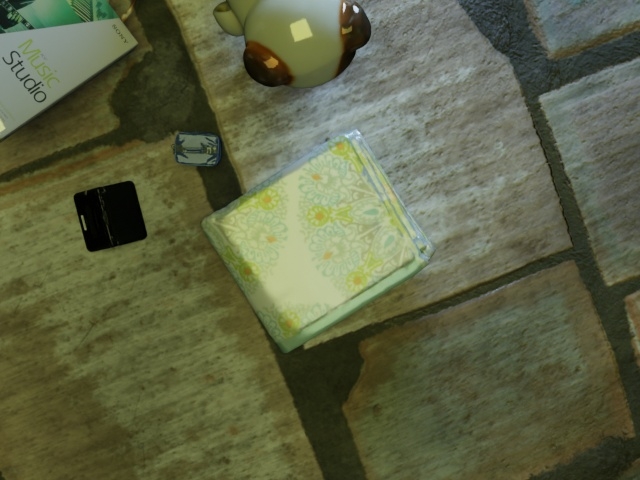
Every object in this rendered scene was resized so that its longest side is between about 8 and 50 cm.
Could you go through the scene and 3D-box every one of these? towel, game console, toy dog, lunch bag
[{"bbox_3d":[0.000,0.000,1.609,0.374,0.090,0.321,-32,92,0],"label":"towel"},{"bbox_3d":[-0.423,-0.048,1.621,0.107,0.071,0.122,-11,95,28],"label":"game console"},{"bbox_3d":[-0.065,-0.468,1.423,0.284,0.395,0.408,-23,87,-9],"label":"toy dog"},{"bbox_3d":[-0.245,-0.181,1.590,0.098,0.065,0.067,2,95,-3],"label":"lunch bag"}]

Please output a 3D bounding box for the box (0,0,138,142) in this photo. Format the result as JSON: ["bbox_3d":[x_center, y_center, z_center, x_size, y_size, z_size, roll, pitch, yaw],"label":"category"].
[{"bbox_3d":[-0.530,-0.365,1.473,0.322,0.058,0.232,-43,106,-22],"label":"box"}]

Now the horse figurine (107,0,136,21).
[{"bbox_3d":[-0.396,-0.554,1.554,0.263,0.066,0.174,42,98,-8],"label":"horse figurine"}]
